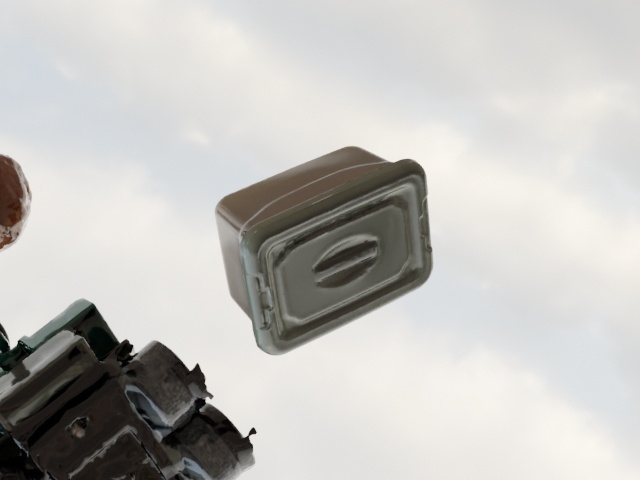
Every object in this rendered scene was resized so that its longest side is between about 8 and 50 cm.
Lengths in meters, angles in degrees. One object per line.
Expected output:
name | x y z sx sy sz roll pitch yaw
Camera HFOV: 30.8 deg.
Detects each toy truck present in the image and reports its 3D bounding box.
toy truck | -0.133 0.199 0.834 0.176 0.178 0.363 -39 -65 -21

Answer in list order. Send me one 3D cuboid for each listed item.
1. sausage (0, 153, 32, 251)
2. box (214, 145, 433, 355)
sausage | -0.333 0.028 0.731 0.087 0.327 0.079 63 -171 -7
box | 0.000 0.000 0.672 0.122 0.089 0.062 -24 -143 -23
